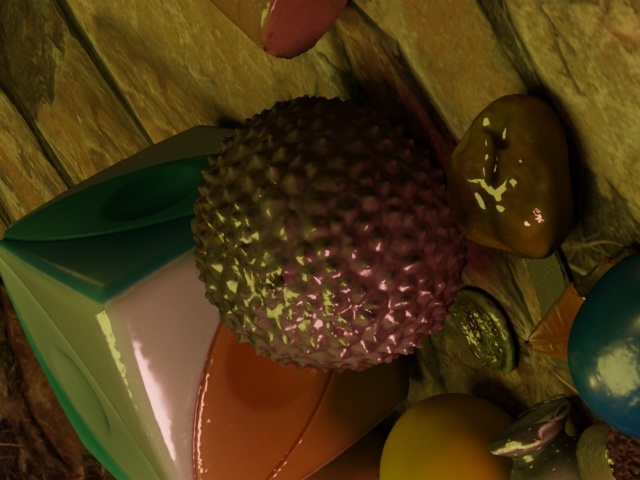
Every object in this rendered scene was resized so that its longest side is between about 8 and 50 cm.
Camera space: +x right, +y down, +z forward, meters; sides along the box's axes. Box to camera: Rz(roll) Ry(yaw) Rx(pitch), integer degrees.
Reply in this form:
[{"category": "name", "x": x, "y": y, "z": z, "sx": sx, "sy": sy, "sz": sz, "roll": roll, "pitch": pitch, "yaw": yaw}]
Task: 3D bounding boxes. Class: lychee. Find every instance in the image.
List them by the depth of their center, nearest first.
[{"category": "lychee", "x": -0.002, "y": 0.001, "z": 1.778, "sx": 0.300, "sy": 0.300, "sz": 0.300, "roll": 46, "pitch": 155, "yaw": 28}]

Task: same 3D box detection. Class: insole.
[{"category": "insole", "x": 0.227, "y": 0.054, "z": 1.714, "sx": 0.063, "sy": 0.010, "sz": 0.192, "roll": 30, "pitch": 145, "yaw": 50}]

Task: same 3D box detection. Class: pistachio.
[{"category": "pistachio", "x": 0.175, "y": -0.042, "z": 1.578, "sx": 0.110, "sy": 0.100, "sz": 0.189, "roll": 49, "pitch": 155, "yaw": 36}]

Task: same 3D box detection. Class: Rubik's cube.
[{"category": "Rubik's cube", "x": -0.140, "y": 0.092, "z": 2.093, "sx": 0.351, "sy": 0.347, "sz": 0.352, "roll": 26, "pitch": 142, "yaw": 54}]

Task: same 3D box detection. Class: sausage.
[{"category": "sausage", "x": -0.087, "y": -0.299, "z": 1.768, "sx": 0.253, "sy": 0.123, "sz": 0.123, "roll": 45, "pitch": 155, "yaw": 29}]

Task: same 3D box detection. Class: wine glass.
[{"category": "wine glass", "x": 0.260, "y": 0.268, "z": 1.793, "sx": 0.204, "sy": 0.111, "sz": 0.111, "roll": 61, "pitch": 158, "yaw": 1}]

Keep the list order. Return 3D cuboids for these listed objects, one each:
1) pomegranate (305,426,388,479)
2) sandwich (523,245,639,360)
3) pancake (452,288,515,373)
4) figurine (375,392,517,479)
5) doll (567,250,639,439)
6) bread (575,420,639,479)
[{"category": "pomegranate", "x": -0.019, "y": 0.356, "z": 2.266, "sx": 0.332, "sy": 0.332, "sz": 0.332, "roll": 46, "pitch": 155, "yaw": 28}, {"category": "sandwich", "x": 0.264, "y": 0.092, "z": 1.593, "sx": 0.113, "sy": 0.079, "sz": 0.163, "roll": 53, "pitch": 157, "yaw": 12}, {"category": "pancake", "x": 0.176, "y": 0.097, "z": 1.873, "sx": 0.108, "sy": 0.017, "sz": 0.108, "roll": 51, "pitch": 158, "yaw": 29}, {"category": "figurine", "x": 0.163, "y": 0.313, "z": 1.992, "sx": 0.215, "sy": 0.187, "sz": 0.344, "roll": 60, "pitch": 168, "yaw": 30}, {"category": "doll", "x": 0.327, "y": 0.110, "z": 1.414, "sx": 0.257, "sy": 0.161, "sz": 0.215, "roll": 39, "pitch": 127, "yaw": 8}, {"category": "bread", "x": 0.362, "y": 0.306, "z": 1.647, "sx": 0.337, "sy": 0.102, "sz": 0.183, "roll": 51, "pitch": 160, "yaw": 11}]
